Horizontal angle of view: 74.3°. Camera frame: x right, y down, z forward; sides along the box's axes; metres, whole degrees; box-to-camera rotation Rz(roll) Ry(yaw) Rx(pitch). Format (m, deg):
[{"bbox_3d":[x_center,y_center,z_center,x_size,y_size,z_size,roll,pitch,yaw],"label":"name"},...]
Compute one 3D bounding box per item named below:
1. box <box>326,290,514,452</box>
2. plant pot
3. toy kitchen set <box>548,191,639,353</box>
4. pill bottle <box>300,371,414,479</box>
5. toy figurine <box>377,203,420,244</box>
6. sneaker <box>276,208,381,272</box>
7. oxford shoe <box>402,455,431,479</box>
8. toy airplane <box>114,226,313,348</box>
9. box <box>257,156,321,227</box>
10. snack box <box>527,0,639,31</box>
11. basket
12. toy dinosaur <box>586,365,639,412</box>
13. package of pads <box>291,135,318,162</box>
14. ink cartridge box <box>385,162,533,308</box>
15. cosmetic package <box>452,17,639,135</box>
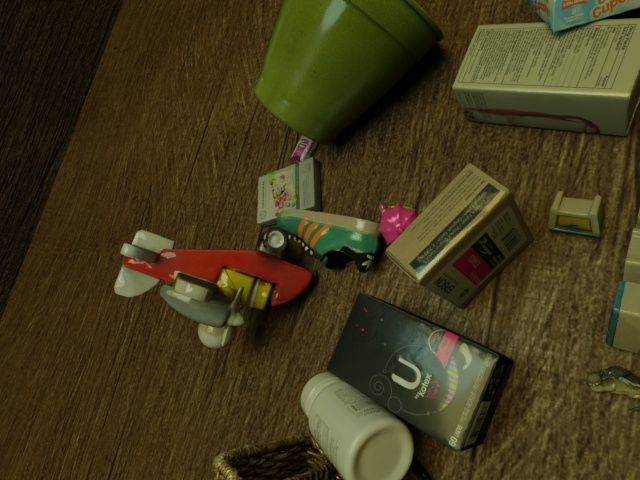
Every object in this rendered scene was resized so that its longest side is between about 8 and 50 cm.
[{"bbox_3d":[0.173,0.224,0.758,0.270,0.143,0.165,20,85,38],"label":"box"},{"bbox_3d":[0.030,-0.435,0.999,0.353,0.367,0.366,-52,52,23],"label":"plant pot"},{"bbox_3d":[0.442,0.042,0.683,0.166,0.122,0.207,13,61,37],"label":"toy kitchen set"},{"bbox_3d":[0.052,0.333,0.768,0.229,0.131,0.131,16,82,65],"label":"pill bottle"},{"bbox_3d":[0.167,-0.031,0.845,0.130,0.159,0.173,-45,54,13],"label":"toy figurine"},{"bbox_3d":[0.000,0.000,0.980,0.302,0.108,0.121,10,86,42],"label":"sneaker"},{"bbox_3d":[0.186,0.459,0.695,0.227,0.096,0.082,34,92,36],"label":"oxford shoe"},{"bbox_3d":[-0.259,0.109,0.951,0.385,0.386,0.272,-2,88,32],"label":"toy airplane"},{"bbox_3d":[-0.085,-0.127,1.128,0.186,0.038,0.145,-15,65,31],"label":"box"},{"bbox_3d":[0.543,-0.468,0.724,0.322,0.060,0.187,-11,44,15],"label":"snack box"},{"bbox_3d":[-0.015,0.459,0.701,0.214,0.299,0.223,-12,67,30],"label":"basket"},{"bbox_3d":[0.515,0.252,0.571,0.268,0.064,0.118,6,70,32],"label":"toy dinosaur"},{"bbox_3d":[-0.041,-0.250,1.145,0.050,0.032,0.083,27,89,40],"label":"package of pads"},{"bbox_3d":[0.249,0.007,0.727,0.193,0.235,0.088,-49,53,11],"label":"ink cartridge box"},{"bbox_3d":[0.425,-0.304,0.788,0.296,0.129,0.153,22,84,38],"label":"cosmetic package"}]
